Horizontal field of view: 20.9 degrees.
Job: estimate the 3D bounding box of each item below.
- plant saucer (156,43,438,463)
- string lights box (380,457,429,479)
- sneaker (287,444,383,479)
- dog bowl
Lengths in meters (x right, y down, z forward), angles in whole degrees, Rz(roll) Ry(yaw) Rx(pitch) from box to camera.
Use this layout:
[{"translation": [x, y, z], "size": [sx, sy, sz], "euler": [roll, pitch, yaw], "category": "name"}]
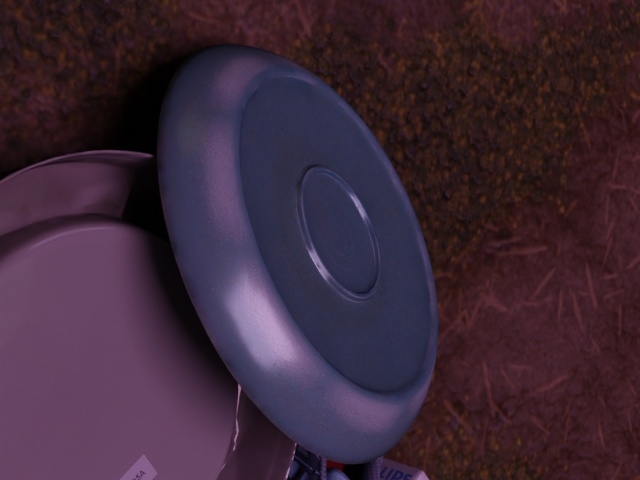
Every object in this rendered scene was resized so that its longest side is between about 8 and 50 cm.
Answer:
[{"translation": [0.000, 0.000, 1.232], "size": [0.317, 0.044, 0.317], "euler": [41, 37, -40], "category": "plant saucer"}, {"translation": [0.020, 0.314, 1.383], "size": [0.259, 0.077, 0.133], "euler": [-53, 127, -22], "category": "string lights box"}, {"translation": [-0.017, 0.201, 1.300], "size": [0.104, 0.125, 0.261], "euler": [32, 75, -39], "category": "sneaker"}, {"translation": [-0.173, 0.108, 1.165], "size": [0.349, 0.102, 0.348], "euler": [-8, 102, -40], "category": "dog bowl"}]
